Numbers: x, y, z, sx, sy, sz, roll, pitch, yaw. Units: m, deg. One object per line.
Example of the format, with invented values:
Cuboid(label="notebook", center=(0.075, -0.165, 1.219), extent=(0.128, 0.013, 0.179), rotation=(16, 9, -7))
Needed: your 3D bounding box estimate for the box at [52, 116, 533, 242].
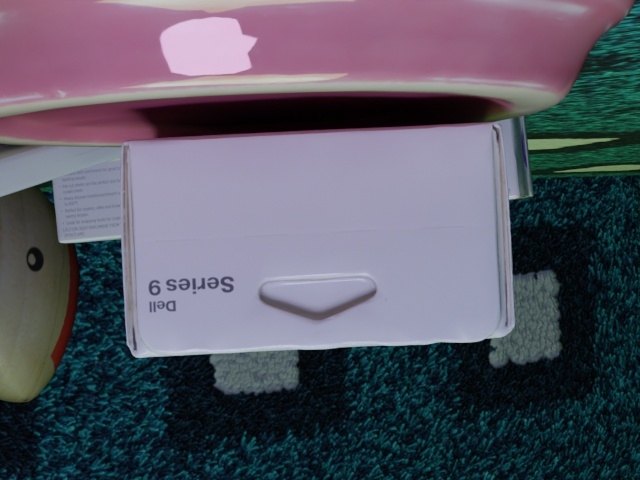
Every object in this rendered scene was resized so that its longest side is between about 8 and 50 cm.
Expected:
Cuboid(label="box", center=(-0.021, -0.044, 1.019), extent=(0.323, 0.067, 0.063), rotation=(-6, 180, 17))

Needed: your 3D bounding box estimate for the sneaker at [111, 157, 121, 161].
Cuboid(label="sneaker", center=(-0.030, -0.093, 0.831), extent=(0.237, 0.085, 0.086), rotation=(-5, -158, 16))

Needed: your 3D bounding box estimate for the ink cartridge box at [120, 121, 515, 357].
Cuboid(label="ink cartridge box", center=(0.000, 0.000, 0.693), extent=(0.154, 0.093, 0.212), rotation=(-3, -178, 1))

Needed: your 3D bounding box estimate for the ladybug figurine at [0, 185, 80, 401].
Cuboid(label="ladybug figurine", center=(-0.345, 0.007, 1.435), extent=(0.162, 0.305, 0.449), rotation=(-44, -167, -14))

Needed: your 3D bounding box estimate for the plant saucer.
Cuboid(label="plant saucer", center=(-0.030, -0.087, 0.601), extent=(0.332, 0.084, 0.332), rotation=(-4, 180, 0))

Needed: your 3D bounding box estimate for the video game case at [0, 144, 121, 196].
Cuboid(label="video game case", center=(-0.212, -0.058, 0.709), extent=(0.183, 0.023, 0.201), rotation=(20, -156, 26))
